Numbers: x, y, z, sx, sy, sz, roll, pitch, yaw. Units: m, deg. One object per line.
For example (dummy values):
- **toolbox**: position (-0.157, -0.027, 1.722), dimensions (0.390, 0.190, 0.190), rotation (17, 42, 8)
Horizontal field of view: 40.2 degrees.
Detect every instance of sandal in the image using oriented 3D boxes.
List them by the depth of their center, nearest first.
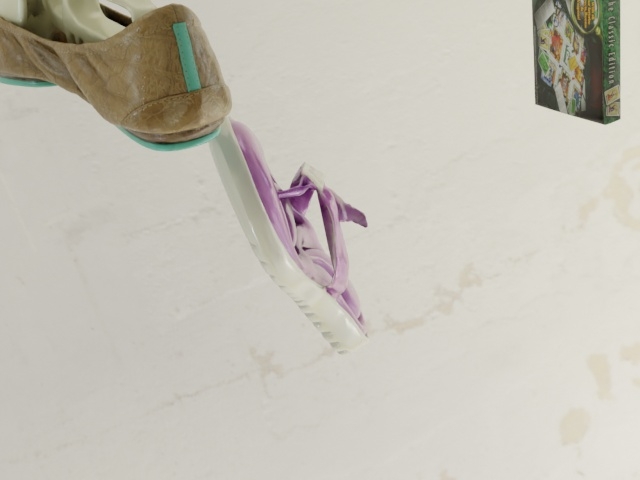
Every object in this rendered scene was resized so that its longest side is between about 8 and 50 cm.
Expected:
- **sandal**: position (-0.006, -0.013, 0.882), dimensions (0.102, 0.169, 0.416), rotation (-27, -27, 2)

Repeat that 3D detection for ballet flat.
- **ballet flat**: position (-0.193, -0.173, 0.707), dimensions (0.116, 0.342, 0.124), rotation (-23, -57, -32)

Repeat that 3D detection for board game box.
- **board game box**: position (0.293, -0.274, 1.014), dimensions (0.030, 0.136, 0.260), rotation (-15, -66, -16)
